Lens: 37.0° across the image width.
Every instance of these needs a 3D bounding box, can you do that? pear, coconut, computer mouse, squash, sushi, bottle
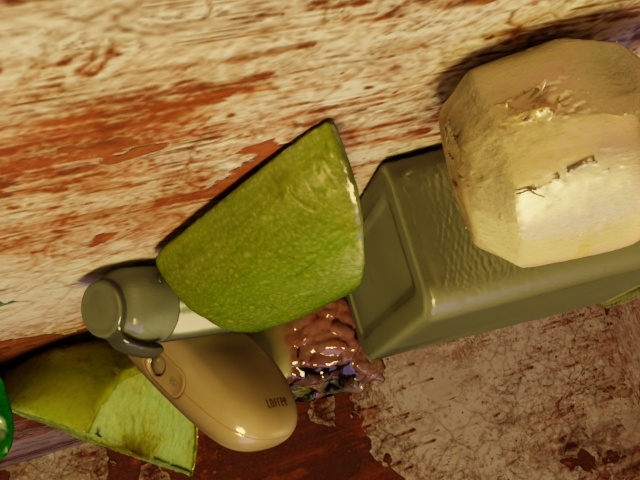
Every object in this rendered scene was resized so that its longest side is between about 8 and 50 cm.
[{"bbox_3d":[-0.307,0.204,1.262,0.239,0.139,0.288,2,158,23],"label":"pear"},{"bbox_3d":[0.183,-0.069,0.695,0.182,0.171,0.171,-17,169,8],"label":"coconut"},{"bbox_3d":[-0.123,0.141,1.073,0.145,0.236,0.082,7,118,-55],"label":"computer mouse"},{"bbox_3d":[0.000,0.000,0.862,0.203,0.111,0.288,-9,164,-44],"label":"squash"},{"bbox_3d":[-0.056,0.138,1.254,0.270,0.171,0.236,-15,169,9],"label":"sushi"},{"bbox_3d":[-0.133,0.070,1.001,0.079,0.096,0.253,-33,162,30],"label":"bottle"}]

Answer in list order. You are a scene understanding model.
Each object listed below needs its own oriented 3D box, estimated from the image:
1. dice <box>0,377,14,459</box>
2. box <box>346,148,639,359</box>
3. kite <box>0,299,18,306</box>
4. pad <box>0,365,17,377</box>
[{"bbox_3d":[-0.435,0.207,1.089,0.130,0.128,0.120,-26,168,25],"label":"dice"},{"bbox_3d":[0.216,-0.004,1.025,0.343,0.178,0.352,-13,168,-11],"label":"box"},{"bbox_3d":[-0.433,0.069,0.741,0.368,0.014,0.406,-28,164,37],"label":"kite"},{"bbox_3d":[-0.447,0.194,1.321,0.158,0.003,0.235,-27,166,35],"label":"pad"}]
